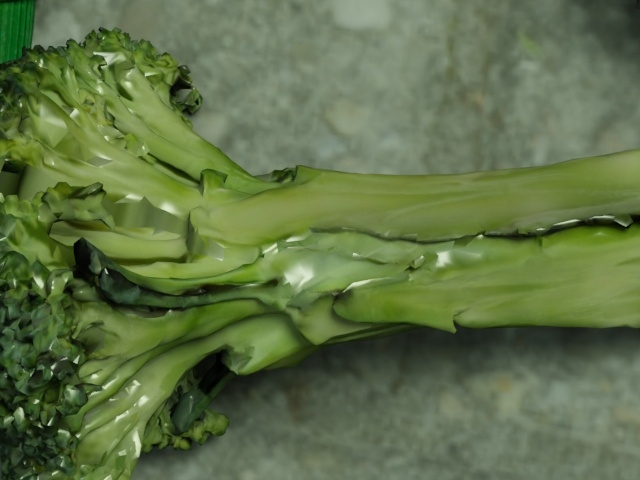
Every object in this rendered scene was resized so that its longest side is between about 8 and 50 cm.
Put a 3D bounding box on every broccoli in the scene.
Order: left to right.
[{"bbox_3d":[-0.001,0.001,0.950,0.361,0.252,0.221,-8,98,-14],"label":"broccoli"}]

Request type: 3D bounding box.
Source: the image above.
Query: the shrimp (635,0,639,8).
[{"bbox_3d":[0.180,-0.141,0.848,0.343,0.145,0.116,10,119,48],"label":"shrimp"}]

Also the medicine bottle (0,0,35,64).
[{"bbox_3d":[-0.175,-0.168,1.028,0.111,0.076,0.309,9,98,25],"label":"medicine bottle"}]
